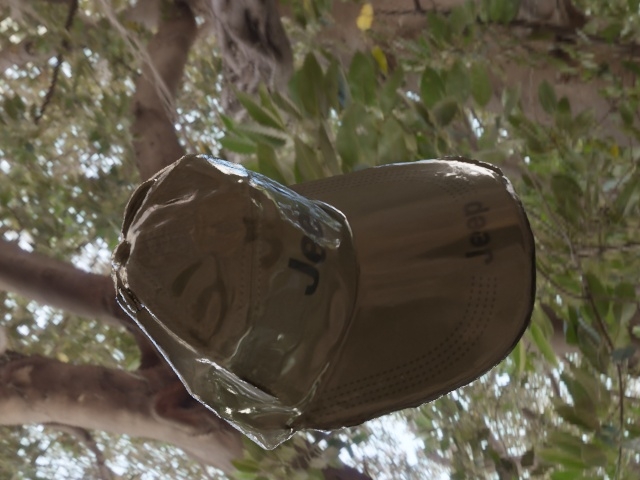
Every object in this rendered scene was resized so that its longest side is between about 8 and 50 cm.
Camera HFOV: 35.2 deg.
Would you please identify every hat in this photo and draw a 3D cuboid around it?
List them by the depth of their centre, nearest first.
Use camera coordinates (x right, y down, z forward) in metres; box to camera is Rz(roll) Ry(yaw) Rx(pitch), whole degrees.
[{"bbox_3d":[0.000,0.000,0.656,0.244,0.149,0.214,-26,-129,18],"label":"hat"}]
